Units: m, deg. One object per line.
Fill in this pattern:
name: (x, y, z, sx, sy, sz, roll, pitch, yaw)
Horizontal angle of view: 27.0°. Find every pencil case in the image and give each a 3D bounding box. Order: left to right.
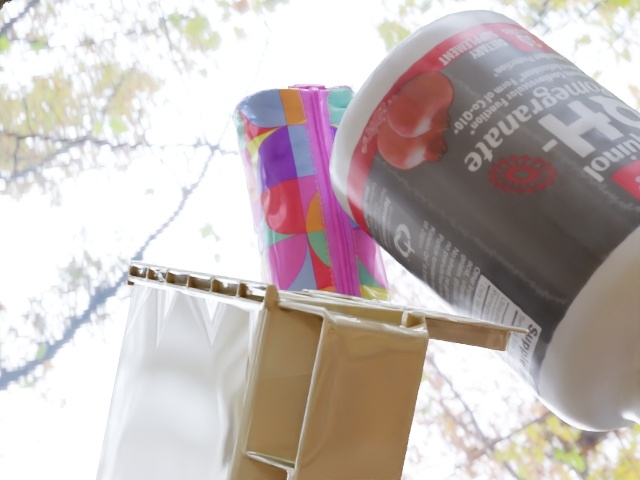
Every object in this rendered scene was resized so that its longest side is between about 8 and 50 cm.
pencil case: (0.000, 0.000, 0.968, 0.104, 0.236, 0.104, -12, -17, -4)

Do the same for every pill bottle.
pill bottle: (0.165, 0.005, 0.835, 0.176, 0.318, 0.176, -29, -37, -24)

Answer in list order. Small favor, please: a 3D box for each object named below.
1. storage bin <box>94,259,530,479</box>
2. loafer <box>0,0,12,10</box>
storage bin: (-0.027, 0.150, 0.643, 0.123, 0.260, 0.262, 13, -93, -23)
loafer: (-0.175, -0.191, 0.719, 0.251, 0.094, 0.087, -40, -53, -13)
